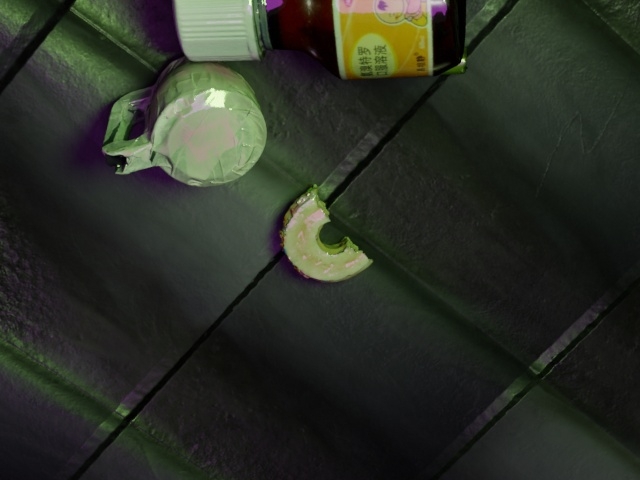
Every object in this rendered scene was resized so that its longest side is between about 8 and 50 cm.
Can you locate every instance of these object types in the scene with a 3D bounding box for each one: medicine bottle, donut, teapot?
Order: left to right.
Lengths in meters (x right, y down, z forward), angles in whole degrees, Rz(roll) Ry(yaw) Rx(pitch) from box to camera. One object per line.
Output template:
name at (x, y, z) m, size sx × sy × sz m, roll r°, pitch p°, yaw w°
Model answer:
teapot at (-0.192, -0.167, 1.795) m, size 0.221 × 0.178 × 0.163 m, roll -36°, pitch 126°, yaw 13°
donut at (-0.005, 0.000, 1.947) m, size 0.108 × 0.065 × 0.166 m, roll -35°, pitch 114°, yaw 10°
medicine bottle at (0.000, -0.334, 1.714) m, size 0.395 × 0.242 × 0.242 m, roll -3°, pitch 115°, yaw 9°

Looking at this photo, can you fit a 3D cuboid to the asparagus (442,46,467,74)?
asparagus at (0.131, -0.266, 1.856) m, size 0.178 × 0.041 × 0.045 m, roll -2°, pitch 91°, yaw -1°
